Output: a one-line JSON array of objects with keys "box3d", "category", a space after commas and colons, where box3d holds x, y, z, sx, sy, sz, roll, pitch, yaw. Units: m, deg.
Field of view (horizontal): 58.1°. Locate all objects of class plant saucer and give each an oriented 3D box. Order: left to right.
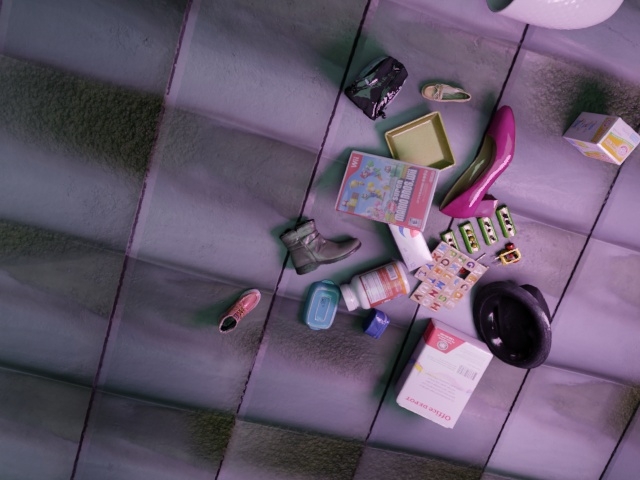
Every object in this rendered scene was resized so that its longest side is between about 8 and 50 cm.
[{"box3d": [0.316, -0.296, 1.848, 0.188, 0.045, 0.189, -23, 108, 1], "category": "plant saucer"}]

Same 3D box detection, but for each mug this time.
[{"box3d": [0.690, -0.793, 1.650, 0.327, 0.276, 0.374, 10, 75, -15], "category": "mug"}]

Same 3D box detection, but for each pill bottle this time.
[{"box3d": [0.179, 0.157, 1.927, 0.216, 0.121, 0.121, -21, 108, 1], "category": "pill bottle"}]

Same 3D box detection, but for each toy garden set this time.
[{"box3d": [0.562, 0.023, 1.967, 0.244, 0.049, 0.204, -25, 107, 1], "category": "toy garden set"}]

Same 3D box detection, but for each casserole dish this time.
[{"box3d": [0.005, 0.227, 1.973, 0.114, 0.037, 0.189, 13, 104, -11], "category": "casserole dish"}]

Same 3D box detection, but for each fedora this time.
[{"box3d": [0.683, 0.267, 1.976, 0.152, 0.334, 0.334, -27, 111, -33], "category": "fedora"}]

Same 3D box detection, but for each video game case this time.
[{"box3d": [0.206, -0.156, 1.791, 0.285, 0.025, 0.204, 15, 78, 13], "category": "video game case"}]

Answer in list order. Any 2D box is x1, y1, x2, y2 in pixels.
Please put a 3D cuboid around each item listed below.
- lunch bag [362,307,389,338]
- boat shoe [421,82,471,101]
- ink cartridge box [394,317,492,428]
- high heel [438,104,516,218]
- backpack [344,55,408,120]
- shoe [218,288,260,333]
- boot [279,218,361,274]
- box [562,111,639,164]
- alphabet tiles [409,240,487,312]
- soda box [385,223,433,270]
[{"box3d": [0.193, 0.292, 1.996, 0.065, 0.067, 0.098, 29, 102, -13], "category": "lunch bag"}, {"box3d": [0.394, -0.461, 1.806, 0.152, 0.048, 0.056, 9, 105, -9], "category": "boat shoe"}, {"box3d": [0.422, 0.460, 2.014, 0.226, 0.131, 0.306, 27, 102, 0], "category": "ink cartridge box"}, {"box3d": [0.501, -0.246, 1.840, 0.181, 0.127, 0.378, 3, 107, -12], "category": "high heel"}, {"box3d": [0.172, -0.475, 1.744, 0.152, 0.115, 0.182, 38, 98, -27], "category": "backpack"}, {"box3d": [-0.270, 0.238, 1.921, 0.178, 0.081, 0.063, -41, 107, 6], "category": "shoe"}, {"box3d": [0.000, 0.000, 1.886, 0.246, 0.083, 0.161, -22, 102, -1], "category": "boot"}, {"box3d": [0.885, -0.325, 1.820, 0.114, 0.203, 0.103, 35, 100, -15], "category": "box"}, {"box3d": [0.424, 0.138, 1.984, 0.198, 0.009, 0.237, 29, 112, -14], "category": "alphabet tiles"}, {"box3d": [0.267, -0.049, 1.889, 0.091, 0.098, 0.286, -25, 107, 1], "category": "soda box"}]
